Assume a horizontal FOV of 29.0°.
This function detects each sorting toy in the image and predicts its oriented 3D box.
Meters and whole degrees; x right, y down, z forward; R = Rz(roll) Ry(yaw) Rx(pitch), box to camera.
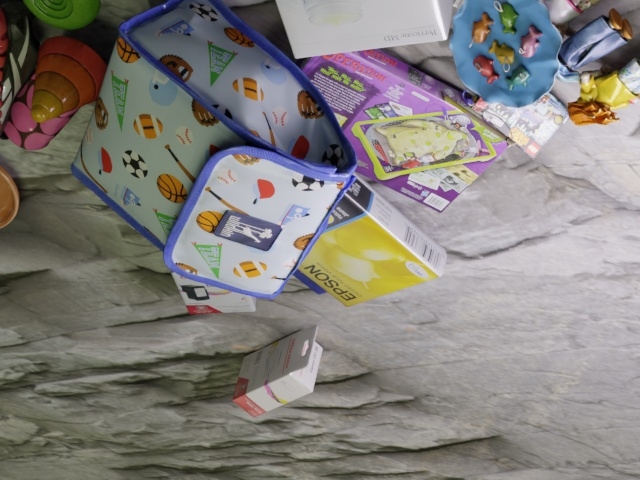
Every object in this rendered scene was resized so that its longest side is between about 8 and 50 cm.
[{"bbox_3d":[-0.390,-0.303,1.743,0.127,0.126,0.365,15,139,12],"label":"sorting toy"}]

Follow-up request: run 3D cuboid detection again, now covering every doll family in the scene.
[{"bbox_3d":[0.380,-0.249,1.757,0.263,0.118,0.163,39,131,-25],"label":"doll family"}]

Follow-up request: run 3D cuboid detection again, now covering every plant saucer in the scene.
[{"bbox_3d":[-0.630,-0.098,2.197,0.200,0.037,0.200,6,135,6],"label":"plant saucer"}]

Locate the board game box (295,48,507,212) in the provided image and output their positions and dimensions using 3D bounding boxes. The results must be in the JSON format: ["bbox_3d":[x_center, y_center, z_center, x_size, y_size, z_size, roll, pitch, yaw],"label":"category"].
[{"bbox_3d":[0.104,-0.183,1.922,0.347,0.056,0.208,25,139,-19],"label":"board game box"}]

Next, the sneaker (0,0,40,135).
[{"bbox_3d":[-0.499,-0.260,1.922,0.098,0.135,0.276,32,127,22],"label":"sneaker"}]

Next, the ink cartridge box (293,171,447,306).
[{"bbox_3d":[0.000,0.000,2.089,0.307,0.072,0.303,-24,131,39],"label":"ink cartridge box"}]

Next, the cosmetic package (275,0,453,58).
[{"bbox_3d":[0.050,-0.384,1.683,0.224,0.138,0.224,-5,135,17],"label":"cosmetic package"}]

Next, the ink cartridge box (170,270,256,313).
[{"bbox_3d":[-0.187,0.062,2.189,0.127,0.072,0.175,-2,153,5],"label":"ink cartridge box"}]

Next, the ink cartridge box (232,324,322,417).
[{"bbox_3d":[-0.068,0.249,2.365,0.198,0.115,0.067,-28,123,34],"label":"ink cartridge box"}]

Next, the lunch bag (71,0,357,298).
[{"bbox_3d":[-0.152,-0.123,1.839,0.385,0.239,0.328,41,137,7],"label":"lunch bag"}]

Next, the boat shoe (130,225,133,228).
[{"bbox_3d":[-0.297,-0.057,2.126,0.096,0.088,0.267,-13,131,24],"label":"boat shoe"}]

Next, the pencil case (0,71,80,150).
[{"bbox_3d":[-0.436,-0.232,1.984,0.098,0.095,0.209,50,126,-2],"label":"pencil case"}]

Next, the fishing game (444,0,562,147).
[{"bbox_3d":[0.254,-0.276,1.748,0.189,0.041,0.264,42,131,23],"label":"fishing game"}]

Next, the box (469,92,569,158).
[{"bbox_3d":[0.301,-0.199,1.863,0.137,0.027,0.094,35,103,-22],"label":"box"}]
